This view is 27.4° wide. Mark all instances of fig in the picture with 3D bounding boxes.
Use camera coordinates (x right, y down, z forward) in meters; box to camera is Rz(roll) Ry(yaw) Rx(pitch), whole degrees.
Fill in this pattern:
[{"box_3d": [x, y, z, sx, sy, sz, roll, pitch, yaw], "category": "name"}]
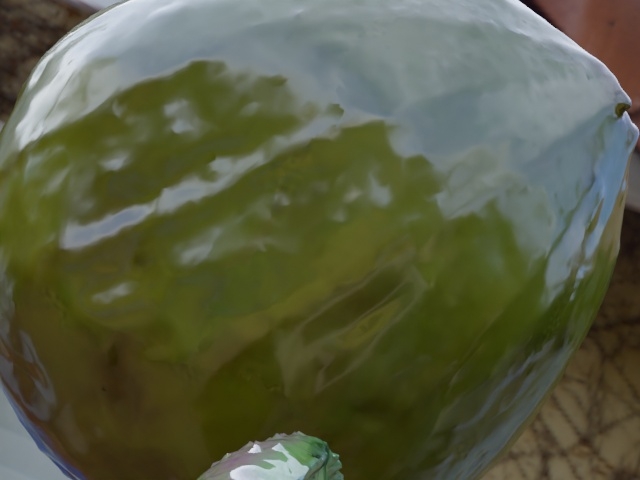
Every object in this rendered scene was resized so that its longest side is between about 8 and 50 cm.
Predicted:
[{"box_3d": [-0.002, -0.002, 0.703, 0.343, 0.343, 0.343, 21, -17, 7], "category": "fig"}]

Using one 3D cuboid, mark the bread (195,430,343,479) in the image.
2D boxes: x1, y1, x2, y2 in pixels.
[{"box_3d": [-0.067, 0.192, 0.389, 0.045, 0.301, 0.301, 23, -16, 12], "category": "bread"}]
